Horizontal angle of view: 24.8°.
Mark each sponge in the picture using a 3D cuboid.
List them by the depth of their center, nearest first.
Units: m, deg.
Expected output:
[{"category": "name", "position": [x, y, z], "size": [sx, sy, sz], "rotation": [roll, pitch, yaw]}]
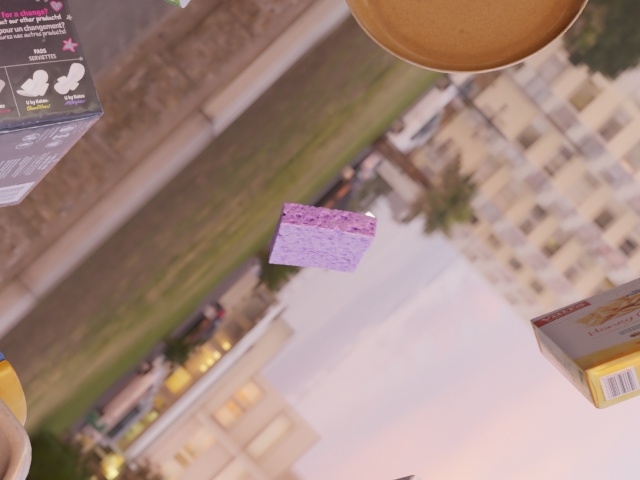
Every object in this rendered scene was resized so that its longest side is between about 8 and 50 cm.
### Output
[{"category": "sponge", "position": [0.000, 0.000, 1.833], "size": [0.210, 0.117, 0.031], "rotation": [113, -16, -75]}]

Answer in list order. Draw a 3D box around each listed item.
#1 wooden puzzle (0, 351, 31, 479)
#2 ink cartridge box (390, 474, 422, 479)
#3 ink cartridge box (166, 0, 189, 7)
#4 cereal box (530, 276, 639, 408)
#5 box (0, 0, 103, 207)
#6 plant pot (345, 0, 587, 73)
[{"category": "wooden puzzle", "position": [-0.367, 0.127, 1.271], "size": [0.080, 0.348, 0.322], "rotation": [-24, 160, -39]}, {"category": "ink cartridge box", "position": [0.103, 0.338, 1.693], "size": [0.090, 0.092, 0.143], "rotation": [-57, -174, -21]}, {"category": "ink cartridge box", "position": [-0.148, -0.346, 1.447], "size": [0.109, 0.062, 0.209], "rotation": [-56, 157, -28]}, {"category": "cereal box", "position": [0.316, 0.090, 1.436], "size": [0.173, 0.047, 0.240], "rotation": [-20, -170, -2]}, {"category": "box", "position": [-0.341, -0.128, 1.407], "size": [0.163, 0.142, 0.247], "rotation": [-13, 168, -34]}, {"category": "plant pot", "position": [0.135, -0.255, 1.336], "size": [0.236, 0.236, 0.032], "rotation": [-44, 161, -7]}]
